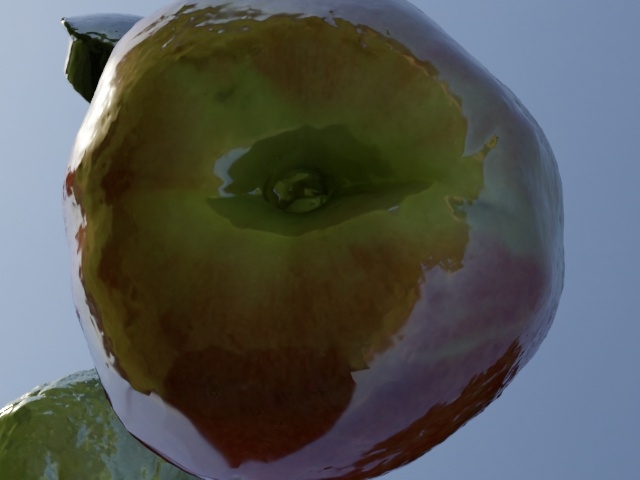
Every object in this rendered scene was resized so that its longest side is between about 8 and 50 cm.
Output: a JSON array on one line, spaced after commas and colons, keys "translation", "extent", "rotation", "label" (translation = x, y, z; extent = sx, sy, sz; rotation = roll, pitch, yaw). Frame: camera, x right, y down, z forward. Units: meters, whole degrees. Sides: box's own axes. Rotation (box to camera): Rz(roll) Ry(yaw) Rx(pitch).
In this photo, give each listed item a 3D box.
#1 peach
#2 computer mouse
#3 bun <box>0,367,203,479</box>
[{"translation": [0.000, 0.000, 0.585], "extent": [0.232, 0.256, 0.232], "rotation": [-1, -102, 3], "label": "peach"}, {"translation": [-0.071, -0.082, 0.961], "extent": [0.295, 0.168, 0.087], "rotation": [40, -83, -1], "label": "computer mouse"}, {"translation": [-0.157, 0.185, 0.881], "extent": [0.195, 0.195, 0.118], "rotation": [-56, -134, 18], "label": "bun"}]
